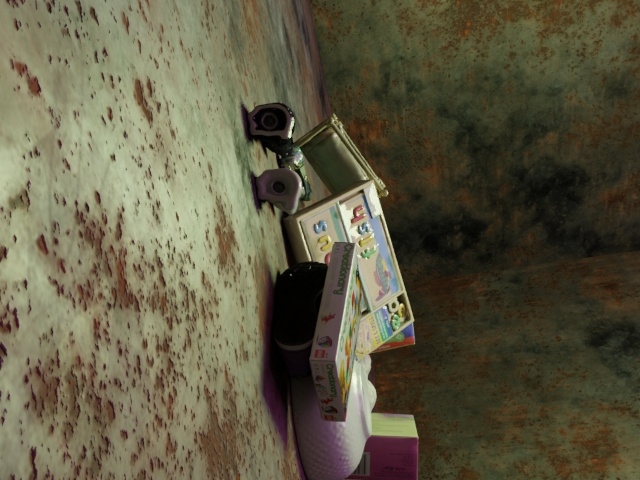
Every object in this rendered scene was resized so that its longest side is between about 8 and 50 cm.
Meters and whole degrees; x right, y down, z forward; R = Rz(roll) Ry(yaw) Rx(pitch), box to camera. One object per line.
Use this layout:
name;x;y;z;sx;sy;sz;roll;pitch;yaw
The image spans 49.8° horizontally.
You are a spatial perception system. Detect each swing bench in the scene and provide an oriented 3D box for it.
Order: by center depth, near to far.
swing bench;0.048;-0.201;1.892;0.253;0.165;0.254;53;12;-8

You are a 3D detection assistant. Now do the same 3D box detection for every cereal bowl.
cereal bowl;0.033;0.362;1.532;0.339;0.141;0.338;-9;90;-83

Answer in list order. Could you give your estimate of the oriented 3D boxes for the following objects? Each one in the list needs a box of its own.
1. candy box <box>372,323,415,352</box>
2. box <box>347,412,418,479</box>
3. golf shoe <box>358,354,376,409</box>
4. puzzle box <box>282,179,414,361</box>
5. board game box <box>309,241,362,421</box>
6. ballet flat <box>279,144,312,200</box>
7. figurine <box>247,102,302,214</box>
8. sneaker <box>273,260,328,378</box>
candy box;0.165;0.278;2.224;0.317;0.268;0.122;-13;91;-83
box;0.145;0.542;1.829;0.243;0.214;0.117;6;85;-86
golf shoe;0.113;0.501;2.308;0.140;0.115;0.306;-61;148;-46
puzzle box;0.080;0.082;1.719;0.052;0.272;0.408;2;-65;51
board game box;0.037;0.176;1.368;0.305;0.053;0.193;-78;164;-45
ballet flat;-0.067;-0.152;1.730;0.188;0.070;0.070;72;11;-46
figurine;-0.084;-0.159;1.449;0.209;0.092;0.214;51;32;-86
sneaker;-0.039;0.158;1.404;0.283;0.107;0.124;-74;162;-54
